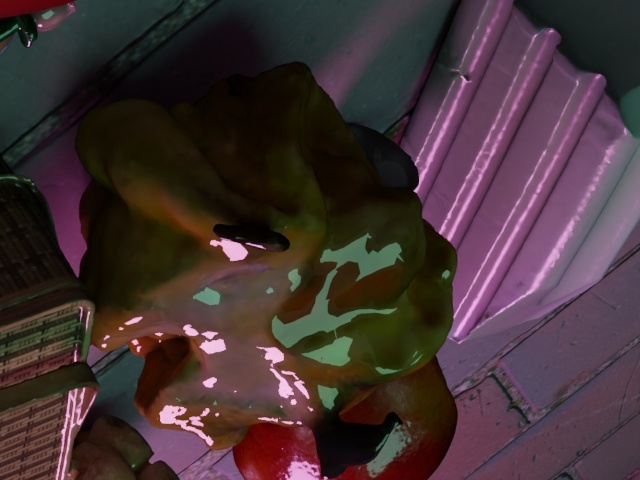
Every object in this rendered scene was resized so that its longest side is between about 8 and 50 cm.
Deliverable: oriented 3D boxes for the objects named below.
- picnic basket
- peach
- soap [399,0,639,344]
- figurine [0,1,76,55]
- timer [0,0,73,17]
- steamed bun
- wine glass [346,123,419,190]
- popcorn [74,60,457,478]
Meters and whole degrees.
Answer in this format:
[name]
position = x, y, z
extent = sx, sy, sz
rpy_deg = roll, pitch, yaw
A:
[picnic basket]
position = -0.295, 0.107, 1.063
extent = 0.228, 0.175, 0.313
rpy_deg = -19, 148, -31
[peach]
position = 0.019, 0.176, 1.536
extent = 0.243, 0.199, 0.243
rpy_deg = -20, 144, -15
[soap]
position = 0.178, -0.065, 1.334
extent = 0.115, 0.208, 0.347
rpy_deg = -19, 148, -33
[figurine]
position = -0.211, -0.145, 0.816
extent = 0.114, 0.144, 0.178
rpy_deg = -37, 145, -26
[timer]
position = -0.127, -0.257, 0.544
extent = 0.378, 0.279, 0.378
rpy_deg = -31, 152, -19
[steamed bun]
position = -0.201, 0.282, 1.443
extent = 0.106, 0.192, 0.177
rpy_deg = -32, 167, -46
[wine glass]
position = 0.000, 0.000, 1.350
extent = 0.093, 0.093, 0.202
rpy_deg = -7, 140, -45
[popcorn]
position = -0.043, 0.011, 1.154
extent = 0.297, 0.281, 0.316
rpy_deg = 3, 126, -10
